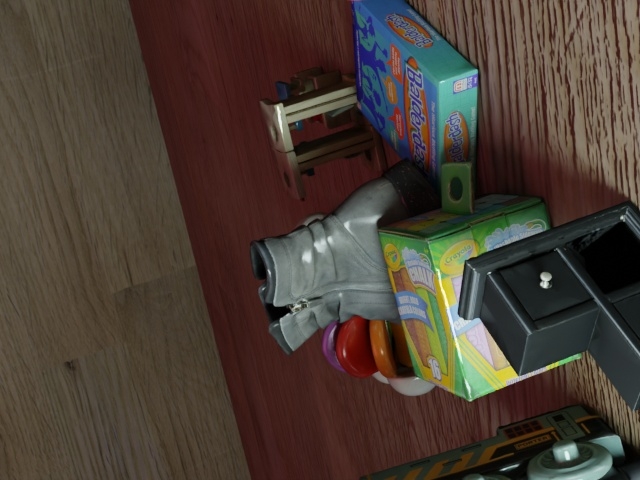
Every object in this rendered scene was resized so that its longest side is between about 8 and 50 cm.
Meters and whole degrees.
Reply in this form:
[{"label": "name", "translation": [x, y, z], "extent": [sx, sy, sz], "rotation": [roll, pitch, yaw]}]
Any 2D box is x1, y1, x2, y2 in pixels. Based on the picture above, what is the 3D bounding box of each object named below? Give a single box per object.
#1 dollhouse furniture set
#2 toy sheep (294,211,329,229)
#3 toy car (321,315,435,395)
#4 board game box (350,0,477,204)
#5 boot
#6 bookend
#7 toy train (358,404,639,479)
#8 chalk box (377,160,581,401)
[{"label": "dollhouse furniture set", "translation": [-0.015, -0.145, 1.479], "extent": [0.183, 0.129, 0.129], "rotation": [-149, 43, -66]}, {"label": "toy sheep", "translation": [0.000, 0.000, 1.691], "extent": [0.132, 0.091, 0.091], "rotation": [122, 128, -77]}, {"label": "toy car", "translation": [0.071, 0.130, 1.489], "extent": [0.182, 0.136, 0.159], "rotation": [-164, 56, -72]}, {"label": "board game box", "translation": [0.099, -0.163, 1.214], "extent": [0.210, 0.047, 0.160], "rotation": [-126, 22, -45]}, {"label": "boot", "translation": [0.045, 0.069, 1.280], "extent": [0.118, 0.222, 0.338], "rotation": [54, 170, 47]}, {"label": "bookend", "translation": [0.214, 0.066, 0.875], "extent": [0.072, 0.157, 0.156], "rotation": [89, 158, -49]}, {"label": "toy train", "translation": [0.149, 0.262, 1.050], "extent": [0.190, 0.333, 0.142], "rotation": [-111, 2, -79]}, {"label": "chalk box", "translation": [0.149, 0.029, 1.106], "extent": [0.132, 0.132, 0.213], "rotation": [-169, 61, -72]}]
